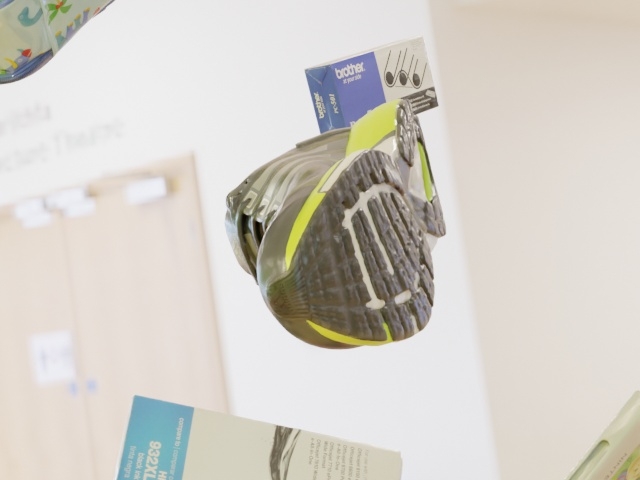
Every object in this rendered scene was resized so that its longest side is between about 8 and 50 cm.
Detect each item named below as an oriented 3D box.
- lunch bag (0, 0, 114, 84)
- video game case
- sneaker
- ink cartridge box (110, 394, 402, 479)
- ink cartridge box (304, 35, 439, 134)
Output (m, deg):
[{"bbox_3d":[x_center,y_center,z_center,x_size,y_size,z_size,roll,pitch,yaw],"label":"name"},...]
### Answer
[{"bbox_3d":[-0.217,-0.215,1.153,0.176,0.219,0.090,23,-34,23],"label":"lunch bag"},{"bbox_3d":[0.257,0.236,1.437,0.023,0.193,0.212,41,4,36],"label":"video game case"},{"bbox_3d":[0.000,0.000,0.983,0.121,0.111,0.300,-18,9,14],"label":"sneaker"},{"bbox_3d":[-0.084,0.312,1.835,0.308,0.129,0.223,13,-45,-6],"label":"ink cartridge box"},{"bbox_3d":[0.067,-0.190,2.072,0.046,0.097,0.207,-7,10,39],"label":"ink cartridge box"}]
